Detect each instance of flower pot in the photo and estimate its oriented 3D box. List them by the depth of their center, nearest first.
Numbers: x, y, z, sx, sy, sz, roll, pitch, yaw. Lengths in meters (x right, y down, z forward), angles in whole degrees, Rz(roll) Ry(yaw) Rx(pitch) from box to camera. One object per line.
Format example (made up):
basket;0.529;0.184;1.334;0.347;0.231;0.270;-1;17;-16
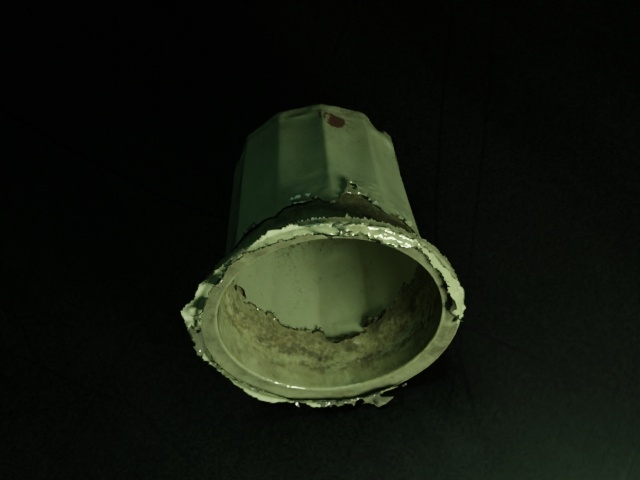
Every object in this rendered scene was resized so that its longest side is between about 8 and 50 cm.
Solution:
flower pot;0.000;0.000;1.436;0.290;0.290;0.259;-11;47;7
